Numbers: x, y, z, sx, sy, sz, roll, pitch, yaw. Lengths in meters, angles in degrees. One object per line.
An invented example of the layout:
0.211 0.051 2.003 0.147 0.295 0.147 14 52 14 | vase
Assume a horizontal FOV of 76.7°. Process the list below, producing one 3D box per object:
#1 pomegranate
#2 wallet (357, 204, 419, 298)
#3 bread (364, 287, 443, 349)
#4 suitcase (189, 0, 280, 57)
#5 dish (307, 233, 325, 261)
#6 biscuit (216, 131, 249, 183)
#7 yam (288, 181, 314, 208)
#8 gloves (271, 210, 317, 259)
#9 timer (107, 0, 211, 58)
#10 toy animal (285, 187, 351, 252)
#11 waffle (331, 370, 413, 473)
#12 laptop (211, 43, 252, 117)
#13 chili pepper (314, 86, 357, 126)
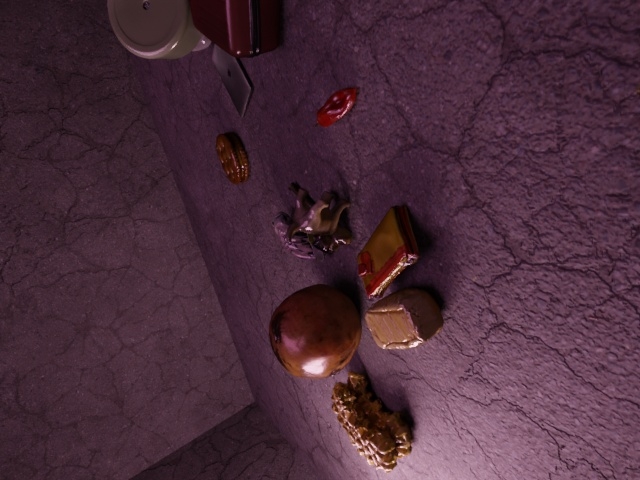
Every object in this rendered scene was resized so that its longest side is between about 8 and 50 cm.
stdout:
-0.014 0.289 1.297 0.322 0.321 0.323 41 144 39 | pomegranate
0.155 0.038 0.993 0.241 0.067 0.141 115 153 -54 | wallet
0.210 0.198 1.028 0.140 0.106 0.236 61 153 5 | bread
-0.237 -0.646 1.090 0.297 0.161 0.237 45 146 34 | suitcase
0.000 0.000 1.319 0.091 0.039 0.138 18 124 51 | dish
-0.369 -0.340 1.681 0.220 0.066 0.221 42 145 40 | biscuit
-0.060 -0.143 1.325 0.129 0.027 0.033 48 127 31 | yam
-0.087 -0.005 1.407 0.212 0.110 0.128 55 150 33 | gloves
-0.471 -0.728 1.336 0.290 0.315 0.291 4 104 17 | timer
0.008 -0.053 1.134 0.121 0.233 0.169 29 97 35 | toy animal
0.174 0.628 1.398 0.324 0.151 0.261 38 147 48 | waffle
-0.319 -0.596 1.438 0.269 0.015 0.187 63 153 6 | laptop
0.032 -0.320 0.992 0.191 0.050 0.059 -26 72 56 | chili pepper
